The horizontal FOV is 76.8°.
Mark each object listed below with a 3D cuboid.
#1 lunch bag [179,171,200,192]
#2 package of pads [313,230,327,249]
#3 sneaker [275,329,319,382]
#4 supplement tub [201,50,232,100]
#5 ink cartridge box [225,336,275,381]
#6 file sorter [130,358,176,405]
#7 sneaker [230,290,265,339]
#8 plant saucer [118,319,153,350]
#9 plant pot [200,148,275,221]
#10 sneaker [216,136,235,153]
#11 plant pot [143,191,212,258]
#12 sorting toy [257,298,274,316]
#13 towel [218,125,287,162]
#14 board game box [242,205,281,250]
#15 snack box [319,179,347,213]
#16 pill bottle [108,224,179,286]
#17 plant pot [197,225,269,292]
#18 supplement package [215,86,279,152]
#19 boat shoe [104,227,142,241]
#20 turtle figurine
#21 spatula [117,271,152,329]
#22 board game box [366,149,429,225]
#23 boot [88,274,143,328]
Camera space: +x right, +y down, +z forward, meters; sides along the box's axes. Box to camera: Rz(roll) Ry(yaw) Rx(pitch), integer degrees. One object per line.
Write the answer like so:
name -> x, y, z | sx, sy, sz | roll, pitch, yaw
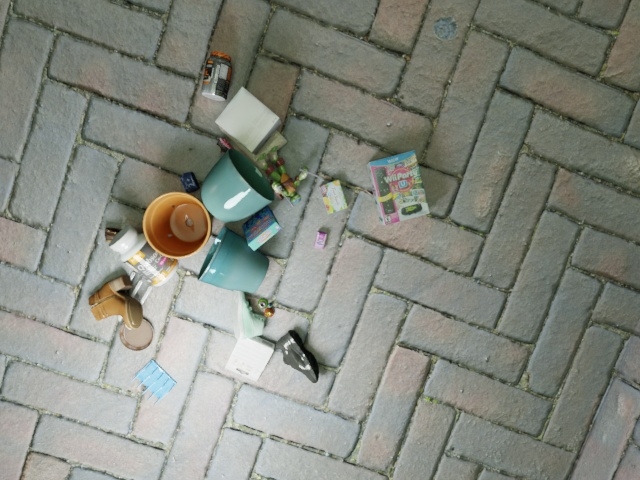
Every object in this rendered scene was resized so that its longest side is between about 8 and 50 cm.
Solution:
lunch bag -> -0.617, -0.274, 1.889 | 0.065, 0.067, 0.098 | -23, 95, 0
package of pads -> 0.000, 0.000, 1.952 | 0.050, 0.032, 0.083 | 13, 95, -6
sneaker -> -0.111, 0.582, 1.983 | 0.130, 0.109, 0.286 | -34, 89, 11
supplement tub -> -0.465, -0.740, 1.822 | 0.117, 0.117, 0.190 | 11, 95, -3
ink cartridge box -> -0.349, 0.573, 2.001 | 0.181, 0.056, 0.225 | 26, 113, -4
file sorter -> -0.815, 0.695, 1.961 | 0.118, 0.104, 0.170 | -42, 96, 3
sneaker -> -0.348, 0.346, 1.964 | 0.151, 0.094, 0.256 | 3, 72, -39
plant saucer -> -0.895, 0.455, 1.973 | 0.168, 0.029, 0.168 | 0, 97, -1
plant pot -> -0.389, -0.221, 1.803 | 0.235, 0.293, 0.293 | -37, 96, 14
sneaker -> -0.442, -0.425, 1.896 | 0.057, 0.047, 0.119 | -37, 94, 22
plant pot -> -0.622, -0.076, 1.841 | 0.291, 0.203, 0.291 | 0, 96, -1
sorting toy -> -0.263, 0.330, 1.972 | 0.061, 0.042, 0.102 | -38, 95, 2
towel -> -0.318, -0.498, 1.887 | 0.187, 0.049, 0.282 | -44, 96, 4
board game box -> -0.273, -0.062, 1.850 | 0.160, 0.210, 0.047 | -39, 122, 2
snack box -> 0.061, -0.208, 1.930 | 0.100, 0.037, 0.141 | -19, 96, -1
pill bottle -> -0.795, 0.068, 1.827 | 0.162, 0.162, 0.278 | -40, 120, 2
plant pot -> -0.384, 0.113, 1.848 | 0.255, 0.271, 0.272 | 29, 94, -18
supplement package -> -0.313, -0.521, 1.783 | 0.203, 0.149, 0.194 | 39, 94, -6
boat shoe -> -0.913, -0.027, 1.902 | 0.207, 0.073, 0.073 | 2, 98, -2
turtle figurine -> -0.146, -0.299, 1.804 | 0.198, 0.274, 0.266 | -40, 98, -6
spatula -> -0.911, 0.288, 1.945 | 0.168, 0.019, 0.242 | 33, 93, 16
board game box -> 0.363, -0.246, 1.907 | 0.224, 0.097, 0.303 | -15, 95, 0
boot -> -0.967, 0.324, 1.887 | 0.220, 0.109, 0.283 | -31, 75, 8
